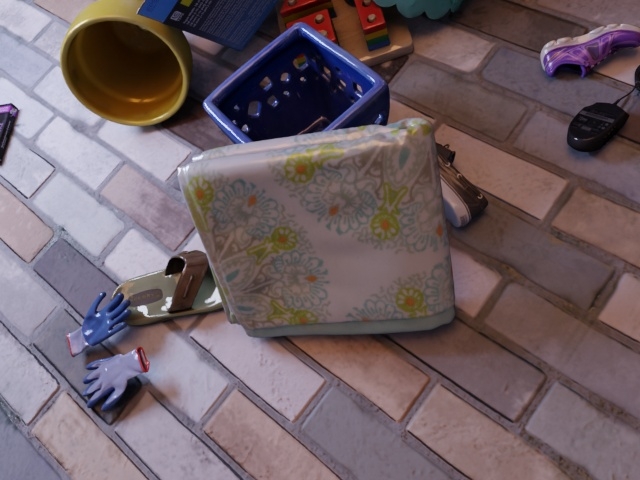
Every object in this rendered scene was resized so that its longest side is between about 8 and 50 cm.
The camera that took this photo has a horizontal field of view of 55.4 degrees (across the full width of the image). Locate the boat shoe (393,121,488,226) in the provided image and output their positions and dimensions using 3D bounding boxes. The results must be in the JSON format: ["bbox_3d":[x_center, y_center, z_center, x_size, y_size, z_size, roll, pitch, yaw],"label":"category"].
[{"bbox_3d":[0.203,-0.127,1.045,0.076,0.080,0.228,-30,61,-5],"label":"boat shoe"}]

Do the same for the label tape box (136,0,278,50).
[{"bbox_3d":[-0.205,-0.519,1.171,0.106,0.333,0.241,48,112,15],"label":"label tape box"}]

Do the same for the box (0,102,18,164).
[{"bbox_3d":[-0.789,-0.246,1.440,0.116,0.029,0.162,-5,65,15],"label":"box"}]

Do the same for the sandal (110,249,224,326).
[{"bbox_3d":[-0.243,0.075,1.077,0.302,0.086,0.120,-21,61,7],"label":"sandal"}]

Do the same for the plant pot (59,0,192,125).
[{"bbox_3d":[-0.390,-0.412,1.289,0.254,0.254,0.239,-12,46,11],"label":"plant pot"}]

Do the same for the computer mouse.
[{"bbox_3d":[0.504,-0.227,1.027,0.242,0.041,0.071,-41,43,-11],"label":"computer mouse"}]

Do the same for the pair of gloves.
[{"bbox_3d":[-0.376,0.190,1.071,0.159,0.023,0.198,-33,64,17],"label":"pair of gloves"}]

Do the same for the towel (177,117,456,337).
[{"bbox_3d":[0.000,0.000,0.914,0.374,0.321,0.090,-6,31,14],"label":"towel"}]

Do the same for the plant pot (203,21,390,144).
[{"bbox_3d":[-0.021,-0.195,1.069,0.236,0.212,0.236,-42,60,-5],"label":"plant pot"}]

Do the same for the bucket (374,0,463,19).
[{"bbox_3d":[0.192,-0.587,1.156,0.281,0.183,0.281,6,62,-11],"label":"bucket"}]

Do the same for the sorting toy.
[{"bbox_3d":[0.034,-0.469,1.258,0.257,0.089,0.256,-16,61,10],"label":"sorting toy"}]

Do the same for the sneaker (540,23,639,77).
[{"bbox_3d":[0.480,-0.326,1.075,0.169,0.068,0.071,-12,77,21],"label":"sneaker"}]
